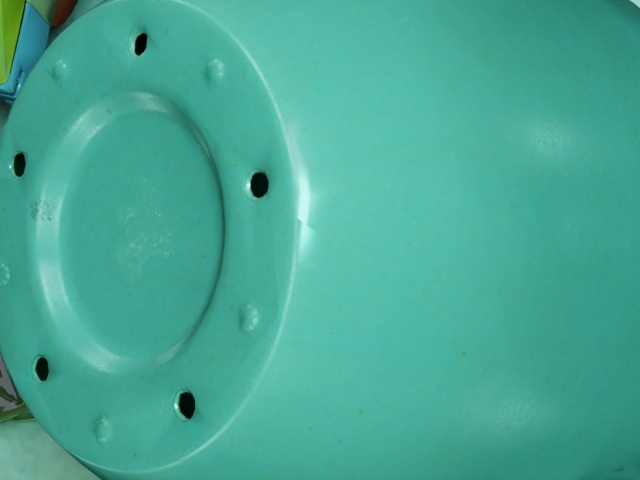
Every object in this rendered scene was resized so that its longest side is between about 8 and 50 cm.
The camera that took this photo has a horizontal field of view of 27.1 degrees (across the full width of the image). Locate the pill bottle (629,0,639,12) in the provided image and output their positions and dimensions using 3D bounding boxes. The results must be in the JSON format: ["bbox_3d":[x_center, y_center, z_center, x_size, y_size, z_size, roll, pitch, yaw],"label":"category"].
[{"bbox_3d":[0.233,-0.029,0.683,0.210,0.210,0.363,-25,71,-10],"label":"pill bottle"}]

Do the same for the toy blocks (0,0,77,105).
[{"bbox_3d":[-0.186,-0.194,0.695,0.190,0.381,0.261,12,84,4],"label":"toy blocks"}]

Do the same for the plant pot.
[{"bbox_3d":[0.000,0.000,0.584,0.293,0.235,0.293,-3,85,41],"label":"plant pot"}]

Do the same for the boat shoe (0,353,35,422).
[{"bbox_3d":[-0.131,0.066,0.732,0.135,0.045,0.050,-15,79,-3],"label":"boat shoe"}]
